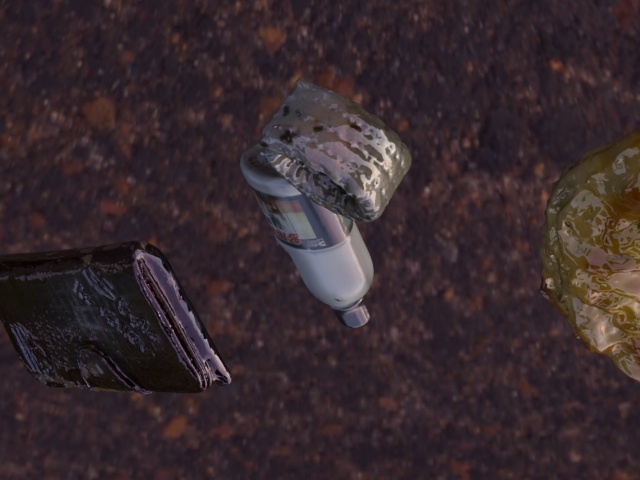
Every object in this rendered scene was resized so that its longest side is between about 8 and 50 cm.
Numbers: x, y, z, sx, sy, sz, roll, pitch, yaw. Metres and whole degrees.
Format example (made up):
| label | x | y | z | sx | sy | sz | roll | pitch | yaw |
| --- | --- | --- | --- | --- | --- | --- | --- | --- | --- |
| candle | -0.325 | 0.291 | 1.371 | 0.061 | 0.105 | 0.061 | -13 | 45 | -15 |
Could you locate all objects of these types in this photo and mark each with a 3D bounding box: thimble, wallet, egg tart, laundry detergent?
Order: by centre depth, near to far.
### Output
| label | x | y | z | sx | sy | sz | roll | pitch | yaw |
| --- | --- | --- | --- | --- | --- | --- | --- | --- | --- |
| egg tart | 0.291 | 0.014 | 0.809 | 0.341 | 0.129 | 0.341 | 20 | 155 | 10 |
| wallet | -0.166 | 0.060 | 1.005 | 0.232 | 0.031 | 0.122 | -6 | 115 | 48 |
| thimble | 0.010 | -0.065 | 1.017 | 0.110 | 0.084 | 0.062 | 37 | 73 | -24 |
| laundry detergent | 0.000 | 0.000 | 1.371 | 0.099 | 0.070 | 0.226 | 13 | 143 | 39 |
